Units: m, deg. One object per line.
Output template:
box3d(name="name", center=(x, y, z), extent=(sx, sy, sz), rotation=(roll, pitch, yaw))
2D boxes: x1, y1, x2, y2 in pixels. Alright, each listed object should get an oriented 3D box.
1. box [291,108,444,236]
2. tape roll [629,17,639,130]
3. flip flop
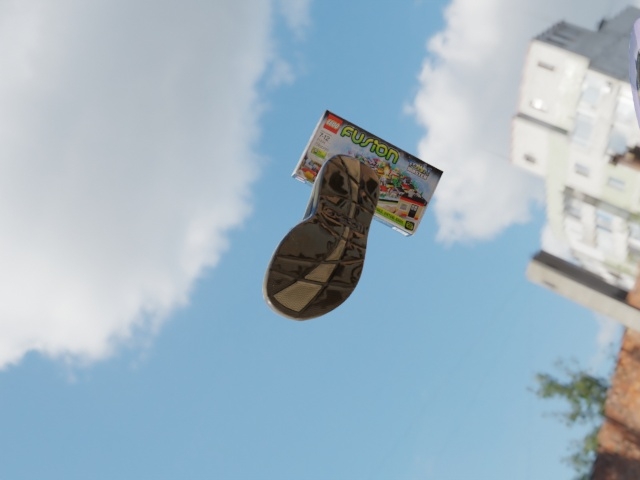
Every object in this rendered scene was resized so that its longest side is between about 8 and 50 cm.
box3d(name="box", center=(0.072, -0.102, 1.740), extent=(0.114, 0.207, 0.036), rotation=(-65, 8, -8))
box3d(name="tape roll", center=(0.429, -0.177, 1.337), extent=(0.189, 0.080, 0.189), rotation=(-12, -90, -89))
box3d(name="flip flop", center=(0.000, 0.000, 1.451), extent=(0.080, 0.112, 0.277), rotation=(-47, 17, 46))
